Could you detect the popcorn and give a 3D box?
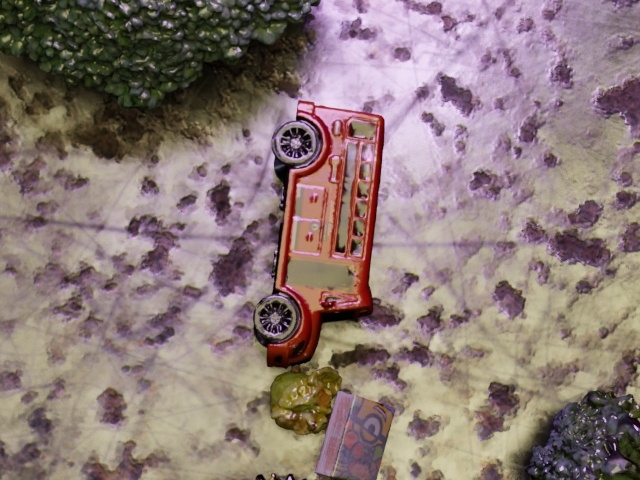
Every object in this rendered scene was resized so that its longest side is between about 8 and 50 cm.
[{"bbox_3d":[-0.013,0.151,1.387,0.083,0.059,0.068,-37,84,-16],"label":"popcorn"}]

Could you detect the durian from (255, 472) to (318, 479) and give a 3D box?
[{"bbox_3d":[-0.039,0.338,1.269,0.293,0.258,0.258,-6,81,-16],"label":"durian"}]

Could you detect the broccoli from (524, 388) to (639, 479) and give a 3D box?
[{"bbox_3d":[0.339,0.255,1.358,0.304,0.145,0.165,23,85,-11],"label":"broccoli"}]

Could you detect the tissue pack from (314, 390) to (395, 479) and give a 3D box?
[{"bbox_3d":[0.035,0.193,1.381,0.063,0.035,0.083,22,79,-42],"label":"tissue pack"}]

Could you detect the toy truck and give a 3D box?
[{"bbox_3d":[0.000,0.000,1.386,0.114,0.107,0.252,6,80,-1],"label":"toy truck"}]

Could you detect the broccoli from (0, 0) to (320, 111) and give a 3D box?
[{"bbox_3d":[-0.148,-0.280,1.347,0.317,0.338,0.277,-47,115,-29],"label":"broccoli"}]
